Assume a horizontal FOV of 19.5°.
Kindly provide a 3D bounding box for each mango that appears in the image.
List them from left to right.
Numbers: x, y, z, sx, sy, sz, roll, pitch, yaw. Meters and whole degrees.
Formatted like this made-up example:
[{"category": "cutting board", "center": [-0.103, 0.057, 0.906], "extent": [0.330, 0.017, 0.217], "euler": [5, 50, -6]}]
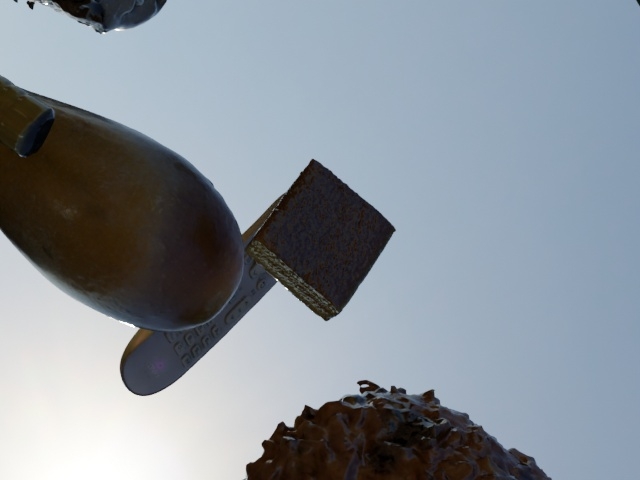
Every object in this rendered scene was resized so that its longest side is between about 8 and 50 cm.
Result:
[{"category": "mango", "center": [-0.204, -0.039, 1.526], "extent": [0.146, 0.316, 0.193], "euler": [-58, 173, -9]}]

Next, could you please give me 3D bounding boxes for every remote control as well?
[{"category": "remote control", "center": [-0.094, 0.045, 1.635], "extent": [0.044, 0.073, 0.229], "euler": [30, -111, 38]}]

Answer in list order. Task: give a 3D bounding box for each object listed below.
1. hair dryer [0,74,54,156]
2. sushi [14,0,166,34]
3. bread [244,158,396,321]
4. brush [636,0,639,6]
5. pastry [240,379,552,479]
[{"category": "hair dryer", "center": [-0.314, -0.138, 1.319], "extent": [0.135, 0.279, 0.090], "euler": [-52, 167, -18]}, {"category": "sushi", "center": [-0.259, -0.428, 2.266], "extent": [0.348, 0.207, 0.234], "euler": [-65, 165, 4]}, {"category": "bread", "center": [0.000, 0.000, 1.449], "extent": [0.094, 0.090, 0.035], "euler": [-55, -172, -31]}, {"category": "brush", "center": [0.401, -0.277, 2.198], "extent": [0.043, 0.193, 0.032], "euler": [-32, -162, 8]}, {"category": "pastry", "center": [0.052, 0.318, 1.749], "extent": [0.405, 0.337, 0.292], "euler": [-33, 171, -1]}]
